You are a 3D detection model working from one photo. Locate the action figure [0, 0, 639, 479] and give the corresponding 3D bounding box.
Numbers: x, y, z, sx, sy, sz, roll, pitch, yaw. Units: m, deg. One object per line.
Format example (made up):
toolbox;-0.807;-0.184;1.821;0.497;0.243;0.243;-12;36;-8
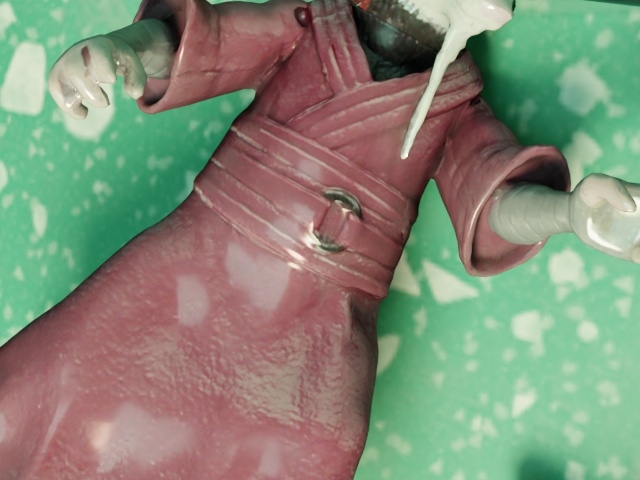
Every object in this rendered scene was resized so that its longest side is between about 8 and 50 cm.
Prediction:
action figure;0.000;0.000;0.674;0.248;0.276;0.370;32;89;2
